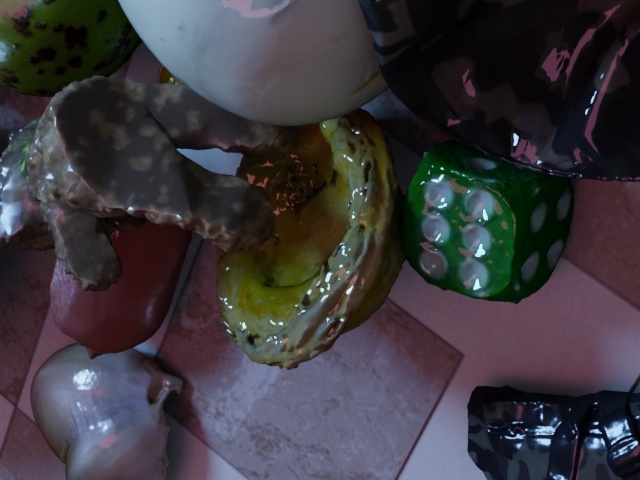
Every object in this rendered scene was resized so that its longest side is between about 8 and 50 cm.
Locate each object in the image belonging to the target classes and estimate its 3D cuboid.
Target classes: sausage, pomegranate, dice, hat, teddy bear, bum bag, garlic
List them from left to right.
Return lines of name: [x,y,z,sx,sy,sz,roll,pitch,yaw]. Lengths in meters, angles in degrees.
pomegranate: [-0.260,-0.280,1.655,0.231,0.231,0.286,52,129,8]
garlic: [-0.267,0.224,1.943,0.217,0.110,0.228,47,129,16]
sausage: [-0.227,0.019,1.810,0.148,0.148,0.254,27,120,25]
teddy bear: [-0.192,-0.054,1.628,0.296,0.246,0.222,12,154,-4]
dice: [0.157,-0.020,1.525,0.131,0.120,0.128,20,118,27]
hat: [0.250,-0.251,1.371,0.366,0.257,0.381,24,85,0]
bum bag: [0.284,0.205,1.541,0.340,0.095,0.144,-7,89,36]

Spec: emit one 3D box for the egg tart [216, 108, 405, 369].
egg tart: [0.000,0.000,1.598,0.288,0.118,0.288,-35,42,38]

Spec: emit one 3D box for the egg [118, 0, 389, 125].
egg: [-0.057,-0.270,1.477,0.345,0.283,0.283,47,128,11]

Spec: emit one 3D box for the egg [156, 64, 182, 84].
egg: [-0.141,-0.163,1.717,0.071,0.071,0.083,34,123,21]
